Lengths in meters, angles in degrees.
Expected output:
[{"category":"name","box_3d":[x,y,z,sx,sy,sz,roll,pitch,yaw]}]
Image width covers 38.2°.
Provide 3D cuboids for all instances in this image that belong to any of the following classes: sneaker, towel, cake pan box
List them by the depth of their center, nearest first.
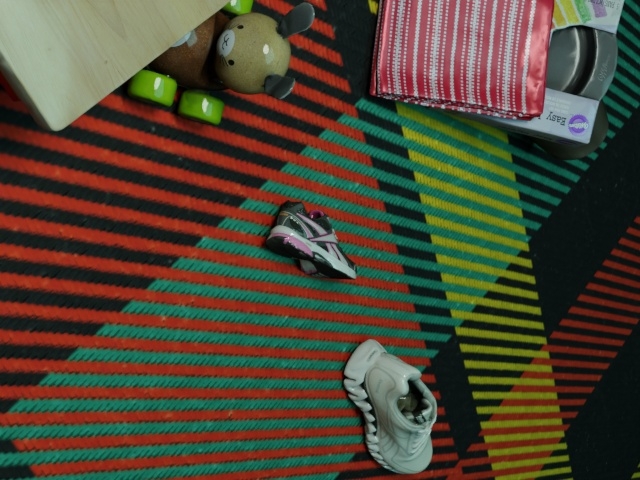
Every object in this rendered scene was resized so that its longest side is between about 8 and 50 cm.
[{"category":"sneaker","box_3d":[0.000,0.000,1.255,0.178,0.072,0.077,37,62,-54]},{"category":"towel","box_3d":[0.210,-0.286,1.333,0.274,0.031,0.199,5,93,-19]},{"category":"cake pan box","box_3d":[0.319,-0.291,1.422,0.266,0.070,0.246,14,93,-7]},{"category":"sneaker","box_3d":[0.132,0.283,1.457,0.110,0.118,0.292,-52,136,-29]}]

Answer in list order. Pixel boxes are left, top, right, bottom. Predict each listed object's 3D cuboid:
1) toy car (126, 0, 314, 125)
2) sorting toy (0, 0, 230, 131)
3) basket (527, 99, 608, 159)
[{"category":"toy car","box_3d":[-0.092,-0.205,0.986,0.149,0.188,0.155,16,89,-51]},{"category":"sorting toy","box_3d":[-0.240,-0.275,0.849,0.255,0.089,0.257,-46,122,-30]},{"category":"basket","box_3d":[0.410,-0.246,1.602,0.227,0.154,0.204,36,79,-52]}]
